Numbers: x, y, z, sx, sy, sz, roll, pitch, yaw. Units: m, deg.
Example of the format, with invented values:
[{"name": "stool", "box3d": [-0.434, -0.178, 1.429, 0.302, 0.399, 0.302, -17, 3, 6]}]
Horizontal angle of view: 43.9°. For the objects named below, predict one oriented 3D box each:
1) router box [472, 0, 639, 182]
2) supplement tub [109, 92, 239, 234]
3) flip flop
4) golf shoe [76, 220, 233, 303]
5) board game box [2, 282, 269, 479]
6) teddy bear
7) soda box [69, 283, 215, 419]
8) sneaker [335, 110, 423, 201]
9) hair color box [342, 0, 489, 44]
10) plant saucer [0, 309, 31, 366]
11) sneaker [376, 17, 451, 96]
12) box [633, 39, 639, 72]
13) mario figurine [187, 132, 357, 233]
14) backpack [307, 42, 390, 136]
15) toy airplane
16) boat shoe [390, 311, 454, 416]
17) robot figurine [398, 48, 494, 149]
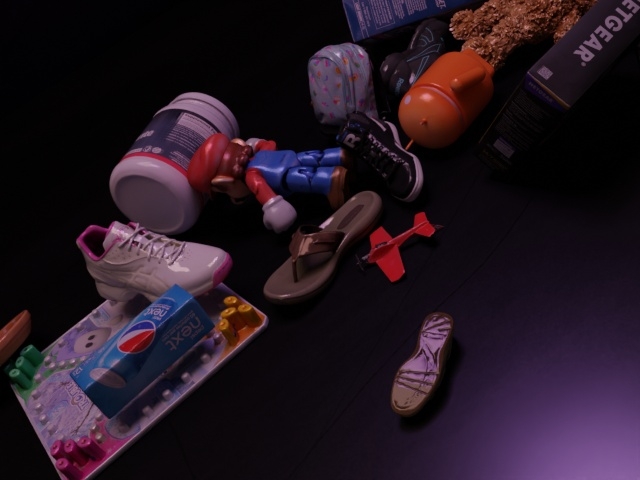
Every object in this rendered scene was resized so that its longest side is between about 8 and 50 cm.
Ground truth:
[{"name": "router box", "box3d": [0.390, -0.258, 1.226, 0.081, 0.243, 0.309, 43, 68, 9]}, {"name": "supplement tub", "box3d": [-0.294, -0.162, 1.642, 0.191, 0.191, 0.272, -8, 39, 30]}, {"name": "flip flop", "box3d": [0.000, 0.000, 1.306, 0.112, 0.080, 0.277, 16, 54, 47]}, {"name": "golf shoe", "box3d": [-0.291, 0.032, 1.341, 0.306, 0.140, 0.115, -4, 39, 31]}, {"name": "board game box", "box3d": [-0.332, 0.179, 1.347, 0.390, 0.050, 0.390, -40, 35, -16]}, {"name": "teddy bear", "box3d": [0.415, -0.445, 1.529, 0.338, 0.113, 0.245, -8, 49, 19]}, {"name": "soda box", "box3d": [-0.269, 0.166, 1.205, 0.210, 0.071, 0.067, -42, 35, -18]}, {"name": "sneaker", "box3d": [0.089, -0.148, 1.374, 0.079, 0.121, 0.217, -60, 31, 27]}, {"name": "hair color box", "box3d": [0.243, -0.534, 1.753, 0.347, 0.105, 0.174, -14, 6, 23]}, {"name": "plant saucer", "box3d": [-0.606, 0.213, 1.470, 0.200, 0.037, 0.200, -39, 16, 13]}, {"name": "sneaker", "box3d": [0.218, -0.367, 1.645, 0.106, 0.101, 0.267, 25, 52, 20]}, {"name": "box", "box3d": [0.544, -0.221, 1.120, 0.093, 0.156, 0.158, -35, 34, -7]}, {"name": "mario figurine", "box3d": [-0.094, -0.108, 1.484, 0.321, 0.170, 0.198, 6, 7, 15]}, {"name": "backpack", "box3d": [0.048, -0.293, 1.555, 0.152, 0.182, 0.115, 11, 27, 40]}, {"name": "toy airplane", "box3d": [0.123, 0.004, 1.255, 0.151, 0.028, 0.151, -21, 33, 14]}, {"name": "boat shoe", "box3d": [0.136, 0.166, 1.026, 0.056, 0.048, 0.153, 8, 54, 26]}, {"name": "robot figurine", "box3d": [0.226, -0.253, 1.429, 0.158, 0.128, 0.219, 11, 51, 46]}]
